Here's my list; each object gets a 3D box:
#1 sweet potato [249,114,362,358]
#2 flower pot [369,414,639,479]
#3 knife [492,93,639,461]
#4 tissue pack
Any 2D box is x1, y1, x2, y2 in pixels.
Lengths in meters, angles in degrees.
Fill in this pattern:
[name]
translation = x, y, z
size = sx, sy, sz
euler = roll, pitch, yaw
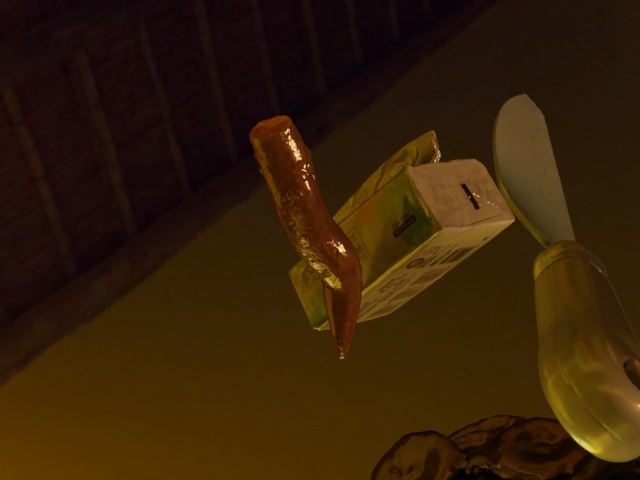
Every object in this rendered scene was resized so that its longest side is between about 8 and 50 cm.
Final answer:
[sweet potato]
translation = 0.000, 0.000, 1.185
size = 0.059, 0.067, 0.281
euler = -11, -59, 26
[flower pot]
translation = 0.175, 0.281, 0.879
size = 0.301, 0.213, 0.302
euler = 5, -101, -29
[knife]
translation = 0.134, -0.009, 0.652
size = 0.080, 0.331, 0.044
euler = 32, -59, -25
[tissue pack]
translation = 0.082, -0.015, 1.318
size = 0.159, 0.145, 0.229
euler = -8, -26, -48
